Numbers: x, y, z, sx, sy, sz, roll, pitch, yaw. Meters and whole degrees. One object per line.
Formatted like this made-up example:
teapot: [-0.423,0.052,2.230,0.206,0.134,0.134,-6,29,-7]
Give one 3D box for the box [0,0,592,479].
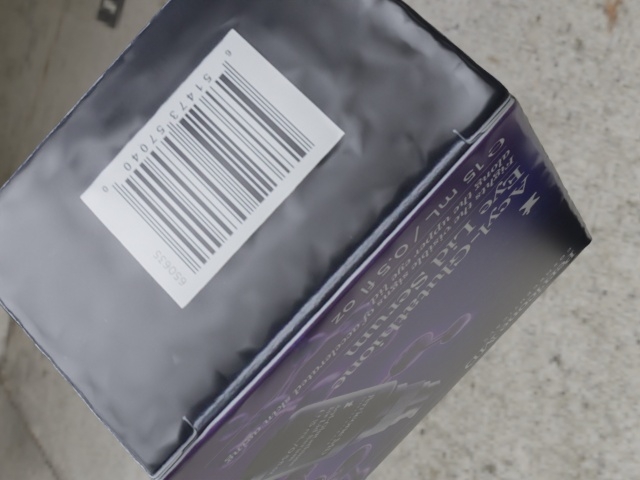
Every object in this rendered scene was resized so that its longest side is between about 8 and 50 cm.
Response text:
box: [0.000,0.000,0.452,0.153,0.207,0.108,-48,69,5]
